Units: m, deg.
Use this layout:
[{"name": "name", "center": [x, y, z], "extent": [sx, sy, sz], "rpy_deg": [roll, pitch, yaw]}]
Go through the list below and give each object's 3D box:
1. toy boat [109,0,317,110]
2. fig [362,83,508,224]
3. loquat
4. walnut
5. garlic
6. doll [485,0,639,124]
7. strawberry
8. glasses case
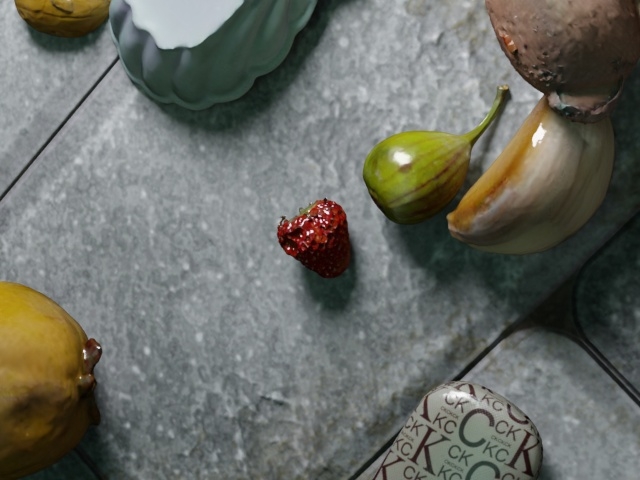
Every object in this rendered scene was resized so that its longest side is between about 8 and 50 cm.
[{"name": "toy boat", "center": [-0.110, -0.253, 1.248], "extent": [0.290, 0.100, 0.199], "rpy_deg": [-32, 83, 21]}, {"name": "fig", "center": [0.117, -0.081, 1.184], "extent": [0.166, 0.093, 0.093], "rpy_deg": [-34, 82, 18]}, {"name": "loquat", "center": [-0.350, 0.147, 1.300], "extent": [0.238, 0.238, 0.193], "rpy_deg": [16, 115, 18]}, {"name": "walnut", "center": [-0.285, -0.267, 1.335], "extent": [0.121, 0.052, 0.091], "rpy_deg": [7, 93, 17]}, {"name": "garlic", "center": [0.216, -0.068, 1.147], "extent": [0.115, 0.128, 0.206], "rpy_deg": [28, 96, -8]}, {"name": "doll", "center": [0.274, -0.239, 1.095], "extent": [0.303, 0.156, 0.201], "rpy_deg": [-30, 90, -13]}, {"name": "strawberry", "center": [0.000, 0.000, 1.244], "extent": [0.073, 0.073, 0.083], "rpy_deg": [-31, 98, 19]}, {"name": "glasses case", "center": [0.091, 0.303, 1.221], "extent": [0.137, 0.085, 0.354], "rpy_deg": [32, 104, 14]}]
